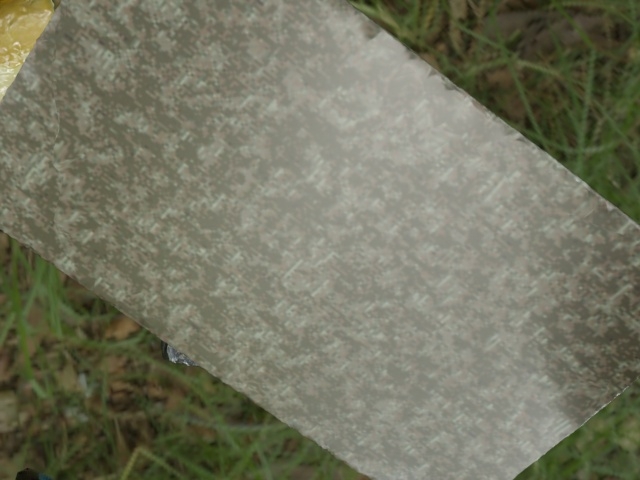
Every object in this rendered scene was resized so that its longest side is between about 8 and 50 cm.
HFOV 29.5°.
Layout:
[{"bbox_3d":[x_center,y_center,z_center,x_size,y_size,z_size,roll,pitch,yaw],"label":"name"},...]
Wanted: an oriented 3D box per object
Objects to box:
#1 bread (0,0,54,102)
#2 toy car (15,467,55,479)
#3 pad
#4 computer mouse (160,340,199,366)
[{"bbox_3d":[-0.486,-0.178,1.436,0.375,0.165,0.236,-24,162,-15],"label":"bread"},{"bbox_3d":[-0.213,0.200,0.592,0.204,0.198,0.248,-46,113,-6],"label":"toy car"},{"bbox_3d":[0.000,0.000,0.420,0.235,0.003,0.158,35,124,-9],"label":"pad"},{"bbox_3d":[-0.083,0.071,1.439,0.295,0.087,0.168,13,105,-50],"label":"computer mouse"}]
